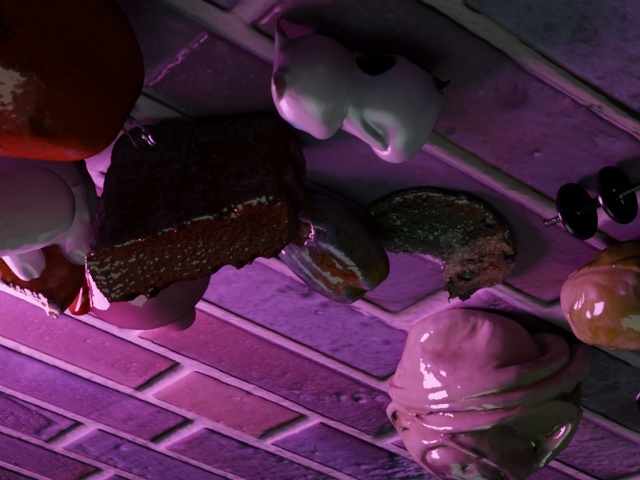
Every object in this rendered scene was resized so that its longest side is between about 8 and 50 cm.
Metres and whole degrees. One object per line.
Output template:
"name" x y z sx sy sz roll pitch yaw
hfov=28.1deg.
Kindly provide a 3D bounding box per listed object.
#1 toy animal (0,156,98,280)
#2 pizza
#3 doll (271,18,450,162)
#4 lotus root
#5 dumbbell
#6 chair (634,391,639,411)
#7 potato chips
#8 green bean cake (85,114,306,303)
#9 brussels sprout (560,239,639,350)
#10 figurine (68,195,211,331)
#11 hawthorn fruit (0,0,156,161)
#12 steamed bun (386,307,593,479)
"toy animal" -0.384 -0.046 1.429 0.249 0.289 0.174 14 119 11
"pizza" -0.362 0.036 1.506 0.176 0.185 0.036 -6 125 -23
"doll" 0.033 -0.147 1.298 0.180 0.110 0.107 11 129 -9
"lotus root" 0.000 0.000 1.559 0.192 0.088 0.113 42 131 -17
"dumbbell" 0.310 -0.042 1.434 0.069 0.069 0.147 30 144 -30
"chair" 0.528 0.163 1.648 0.221 0.140 0.145 -9 145 24
"potato chips" 0.150 0.007 1.597 0.220 0.029 0.202 32 139 -30
"green bean cake" -0.134 -0.038 1.439 0.232 0.199 0.097 -6 147 15
"brussels sprout" 0.383 0.068 1.546 0.183 0.131 0.145 1 169 13
"figurine" -0.219 0.031 1.604 0.173 0.173 0.173 7 149 4
"hawthorn fruit" -0.264 -0.170 1.262 0.211 0.211 0.299 -16 150 35
"steamed bun" 0.228 0.243 1.790 0.268 0.207 0.280 12 147 -4
